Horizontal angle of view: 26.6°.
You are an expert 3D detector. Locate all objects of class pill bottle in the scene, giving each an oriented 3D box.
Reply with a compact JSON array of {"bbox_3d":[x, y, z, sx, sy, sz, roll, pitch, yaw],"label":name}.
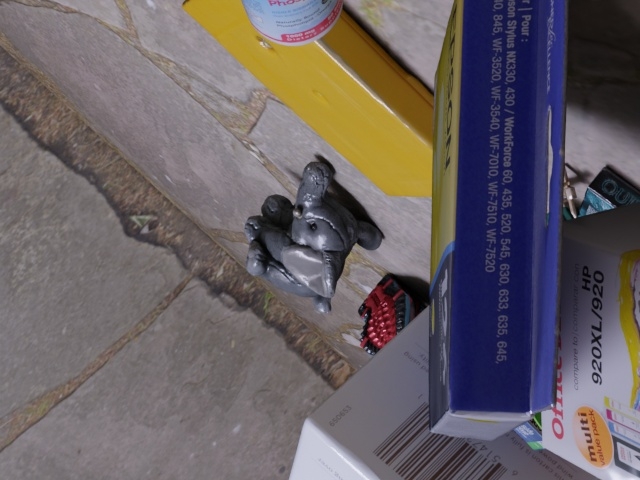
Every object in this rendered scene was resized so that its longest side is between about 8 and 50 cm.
[{"bbox_3d":[-0.033,-0.233,1.119,0.087,0.087,0.160,38,171,19],"label":"pill bottle"}]

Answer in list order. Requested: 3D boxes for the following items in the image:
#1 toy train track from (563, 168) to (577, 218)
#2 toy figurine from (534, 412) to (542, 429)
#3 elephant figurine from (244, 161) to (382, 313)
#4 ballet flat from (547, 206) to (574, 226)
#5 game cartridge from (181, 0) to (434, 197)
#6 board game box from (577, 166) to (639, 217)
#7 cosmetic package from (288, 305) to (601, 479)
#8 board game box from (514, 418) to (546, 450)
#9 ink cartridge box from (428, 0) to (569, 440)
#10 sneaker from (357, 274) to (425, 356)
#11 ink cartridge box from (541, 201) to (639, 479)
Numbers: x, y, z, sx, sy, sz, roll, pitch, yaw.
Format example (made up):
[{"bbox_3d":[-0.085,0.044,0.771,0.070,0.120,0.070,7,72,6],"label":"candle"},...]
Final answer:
[{"bbox_3d":[0.211,-0.042,1.196,0.083,0.014,0.048,-87,-17,-87],"label":"toy train track"},{"bbox_3d":[0.346,0.189,1.599,0.173,0.130,0.159,9,172,24],"label":"toy figurine"},{"bbox_3d":[0.000,0.000,1.928,0.186,0.169,0.239,14,167,-29],"label":"elephant figurine"},{"bbox_3d":[0.277,0.075,1.283,0.247,0.087,0.083,43,-162,-11],"label":"ballet flat"},{"bbox_3d":[0.015,-0.165,1.388,0.324,0.052,0.285,41,171,-14],"label":"game cartridge"},{"bbox_3d":[0.300,0.020,1.146,0.186,0.026,0.126,39,170,13],"label":"board game box"},{"bbox_3d":[0.170,0.349,1.879,0.329,0.327,0.393,38,145,18],"label":"cosmetic package"},{"bbox_3d":[0.232,0.140,1.639,0.201,0.136,0.035,44,145,-23],"label":"board game box"},{"bbox_3d":[0.114,-0.022,0.940,0.072,0.303,0.307,3,168,3],"label":"ink cartridge box"},{"bbox_3d":[0.136,0.132,2.071,0.125,0.104,0.262,34,-167,-9],"label":"sneaker"},{"bbox_3d":[0.275,0.079,0.883,0.233,0.168,0.171,24,121,59],"label":"ink cartridge box"}]
